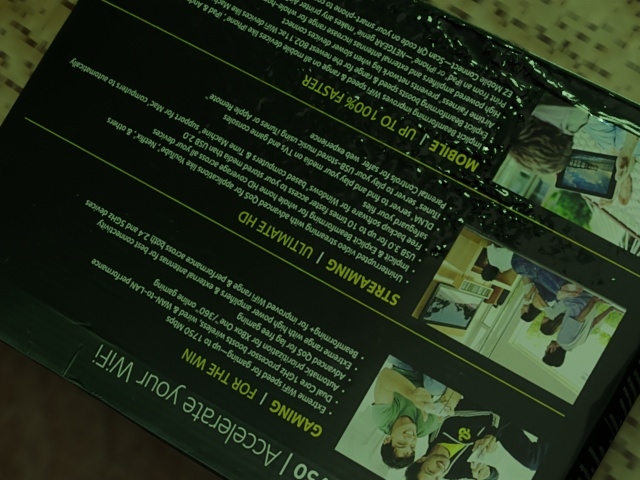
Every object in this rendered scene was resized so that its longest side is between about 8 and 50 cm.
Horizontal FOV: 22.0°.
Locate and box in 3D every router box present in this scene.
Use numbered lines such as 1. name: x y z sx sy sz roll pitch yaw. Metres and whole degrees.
1. router box: 0.000 0.000 0.430 0.179 0.046 0.133 29 83 18
